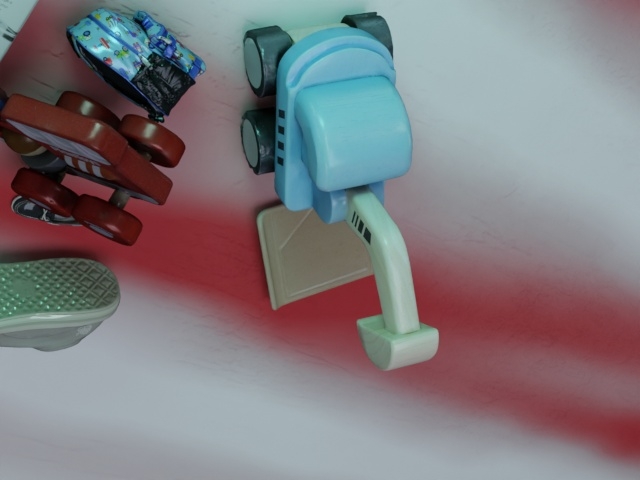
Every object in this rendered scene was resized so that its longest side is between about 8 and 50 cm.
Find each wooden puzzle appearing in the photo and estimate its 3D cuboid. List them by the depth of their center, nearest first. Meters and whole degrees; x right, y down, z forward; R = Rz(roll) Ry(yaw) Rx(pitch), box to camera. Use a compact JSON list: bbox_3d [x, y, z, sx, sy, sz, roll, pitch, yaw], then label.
[{"bbox_3d":[0.000,0.000,1.904,0.239,0.044,0.221,-21,130,-17],"label":"wooden puzzle"}]

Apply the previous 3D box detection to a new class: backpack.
[{"bbox_3d":[-0.272,-0.271,1.497,0.173,0.158,0.117,38,93,-29],"label":"backpack"}]

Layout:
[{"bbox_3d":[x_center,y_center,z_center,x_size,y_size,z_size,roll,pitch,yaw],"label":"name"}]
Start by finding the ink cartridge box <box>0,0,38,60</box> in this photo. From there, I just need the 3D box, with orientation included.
[{"bbox_3d":[-0.475,-0.323,1.392,0.148,0.086,0.203,26,109,-37],"label":"ink cartridge box"}]

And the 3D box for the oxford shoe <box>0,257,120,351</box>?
[{"bbox_3d":[-0.541,0.105,1.636,0.449,0.169,0.130,2,142,-29],"label":"oxford shoe"}]

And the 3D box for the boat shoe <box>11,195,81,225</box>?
[{"bbox_3d":[-0.423,-0.046,1.653,0.125,0.038,0.046,8,119,-31],"label":"boat shoe"}]

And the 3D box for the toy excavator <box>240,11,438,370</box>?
[{"bbox_3d":[0.050,-0.081,1.595,0.222,0.445,0.432,-11,127,-19],"label":"toy excavator"}]

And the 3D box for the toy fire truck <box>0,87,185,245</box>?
[{"bbox_3d":[-0.352,-0.135,1.445,0.169,0.302,0.254,-63,153,-12],"label":"toy fire truck"}]
